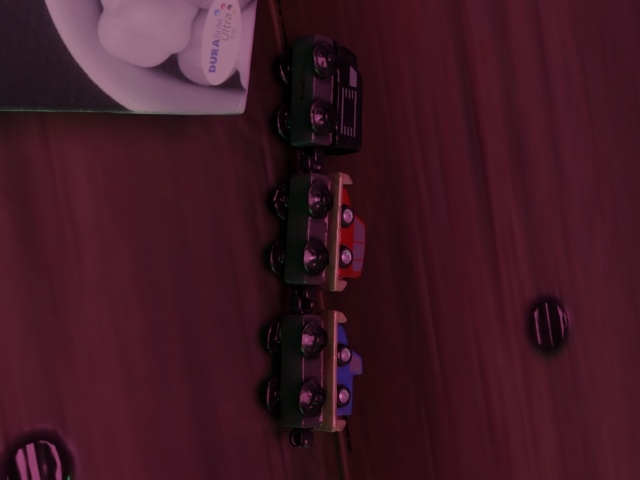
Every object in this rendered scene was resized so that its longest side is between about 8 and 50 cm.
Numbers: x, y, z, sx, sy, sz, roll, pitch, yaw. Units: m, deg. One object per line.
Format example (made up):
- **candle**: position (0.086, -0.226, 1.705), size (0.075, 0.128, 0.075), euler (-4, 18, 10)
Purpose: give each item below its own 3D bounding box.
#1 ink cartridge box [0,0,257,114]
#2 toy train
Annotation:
- **ink cartridge box**: position (-0.106, -0.143, 0.391), size (0.208, 0.045, 0.206), euler (-3, 108, -35)
- **toy train**: position (0.000, 0.000, 0.505), size (0.036, 0.027, 0.158), euler (8, 82, -46)
